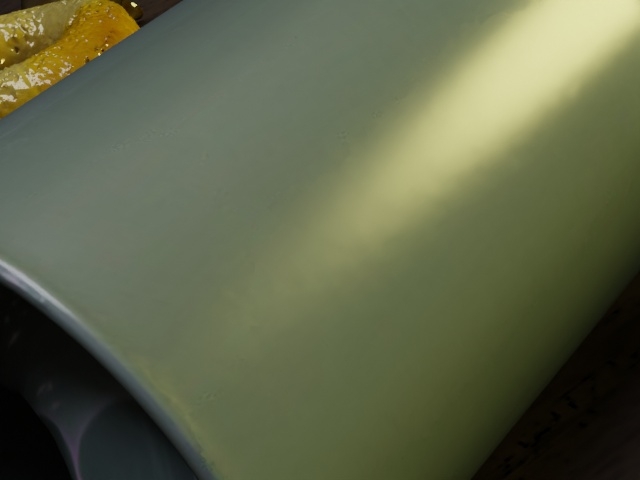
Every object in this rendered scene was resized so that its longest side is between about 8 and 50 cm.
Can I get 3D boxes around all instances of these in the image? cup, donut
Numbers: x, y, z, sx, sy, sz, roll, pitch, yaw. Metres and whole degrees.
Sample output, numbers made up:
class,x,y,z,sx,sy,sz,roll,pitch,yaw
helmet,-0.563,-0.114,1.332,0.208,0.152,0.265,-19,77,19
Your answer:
class,x,y,z,sx,sy,sz,roll,pitch,yaw
cup,0.000,0.000,0.565,0.205,0.205,0.312,11,40,41
donut,-0.182,-0.094,0.948,0.174,0.075,0.190,-7,32,21

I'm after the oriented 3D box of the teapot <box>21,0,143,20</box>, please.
class,x,y,z,sx,sy,sz,roll,pitch,yaw
teapot,-0.179,-0.154,1.077,0.110,0.085,0.080,-32,33,39
